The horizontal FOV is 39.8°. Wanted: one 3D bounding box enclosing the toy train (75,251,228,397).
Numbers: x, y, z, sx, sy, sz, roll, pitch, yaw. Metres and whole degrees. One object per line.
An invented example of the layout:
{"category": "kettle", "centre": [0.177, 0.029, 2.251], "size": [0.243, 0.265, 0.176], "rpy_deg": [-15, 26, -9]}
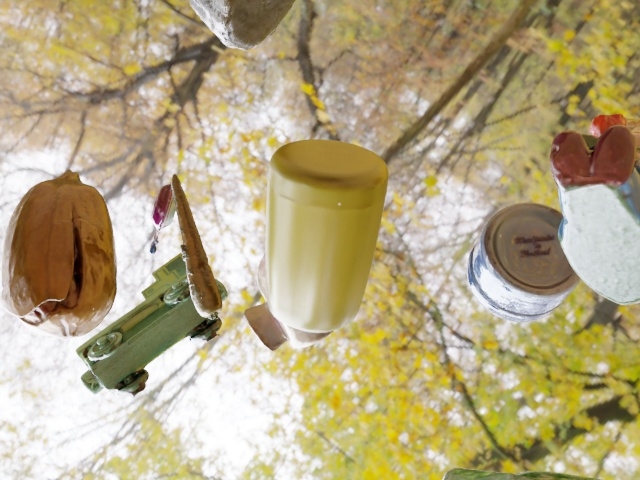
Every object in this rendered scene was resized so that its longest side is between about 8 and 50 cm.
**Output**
{"category": "toy train", "centre": [-0.381, 0.190, 1.958], "size": [0.150, 0.368, 0.237], "rpy_deg": [60, 167, -27]}

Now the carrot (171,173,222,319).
{"category": "carrot", "centre": [-0.208, 0.009, 1.440], "size": [0.049, 0.049, 0.255], "rpy_deg": [0, -111, -49]}

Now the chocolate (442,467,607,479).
{"category": "chocolate", "centre": [0.248, 0.275, 0.856], "size": [0.291, 0.110, 0.110], "rpy_deg": [2, -176, 37]}

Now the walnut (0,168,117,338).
{"category": "walnut", "centre": [-0.461, 0.016, 1.575], "size": [0.208, 0.209, 0.337], "rpy_deg": [17, -126, -30]}

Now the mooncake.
{"category": "mooncake", "centre": [-0.131, -0.463, 1.579], "size": [0.124, 0.228, 0.228], "rpy_deg": [41, -154, 18]}

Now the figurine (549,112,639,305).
{"category": "figurine", "centre": [0.286, -0.069, 0.847], "size": [0.185, 0.127, 0.234], "rpy_deg": [55, -135, -26]}

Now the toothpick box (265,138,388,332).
{"category": "toothpick box", "centre": [0.000, 0.000, 1.324], "size": [0.174, 0.272, 0.175], "rpy_deg": [6, -155, -3]}

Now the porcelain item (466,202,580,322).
{"category": "porcelain item", "centre": [0.281, 0.033, 1.223], "size": [0.147, 0.114, 0.147], "rpy_deg": [3, -115, -5]}

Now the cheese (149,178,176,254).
{"category": "cheese", "centre": [-0.280, -0.042, 1.564], "size": [0.038, 0.145, 0.095], "rpy_deg": [15, -151, -13]}

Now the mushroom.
{"category": "mushroom", "centre": [-0.047, 0.096, 1.674], "size": [0.162, 0.236, 0.173], "rpy_deg": [52, -176, -16]}
